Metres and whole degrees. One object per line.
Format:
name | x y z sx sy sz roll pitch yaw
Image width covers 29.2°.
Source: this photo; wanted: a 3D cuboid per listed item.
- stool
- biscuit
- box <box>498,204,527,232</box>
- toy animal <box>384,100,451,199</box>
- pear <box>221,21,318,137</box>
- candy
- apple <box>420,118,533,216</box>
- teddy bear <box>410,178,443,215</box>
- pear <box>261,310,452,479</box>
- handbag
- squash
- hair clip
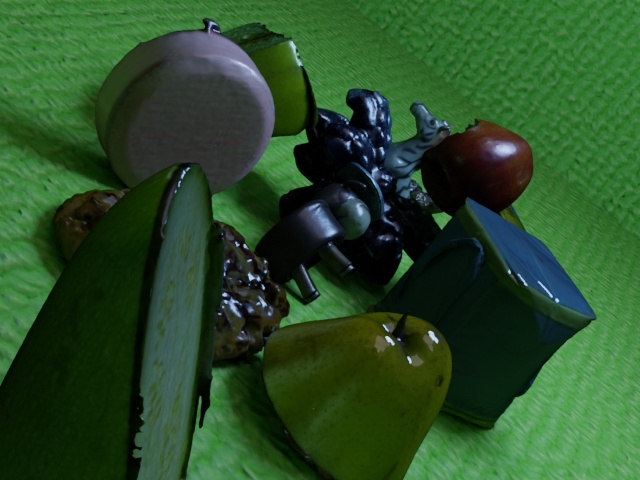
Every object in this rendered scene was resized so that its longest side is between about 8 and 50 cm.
stool | 0.000 0.000 1.746 0.217 0.125 0.121 -35 79 -30
biscuit | -0.170 0.030 1.517 0.334 0.081 0.289 7 35 -53
box | 0.236 0.033 1.990 0.064 0.220 0.141 33 21 -21
toy animal | 0.099 -0.118 2.067 0.170 0.255 0.090 21 31 -5
pear | -0.151 -0.219 1.874 0.292 0.292 0.159 -75 153 -69
candy | -0.182 -0.173 1.678 0.255 0.255 0.094 21 26 -38
apple | 0.250 -0.109 1.893 0.158 0.156 0.147 -18 40 -21
teddy bear | 0.186 -0.071 2.366 0.119 0.078 0.160 4 15 -21
pear | 0.072 0.164 1.461 0.267 0.178 0.267 42 26 -26
handbag | 0.236 0.108 1.802 0.222 0.241 0.263 24 26 -36
squash | -0.143 0.092 1.081 0.210 0.309 0.233 38 20 0
hair clip | 0.066 -0.076 1.918 0.206 0.194 0.310 -26 92 -49
